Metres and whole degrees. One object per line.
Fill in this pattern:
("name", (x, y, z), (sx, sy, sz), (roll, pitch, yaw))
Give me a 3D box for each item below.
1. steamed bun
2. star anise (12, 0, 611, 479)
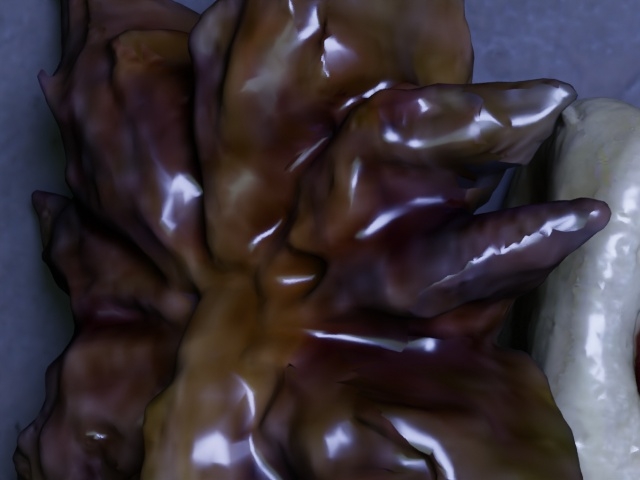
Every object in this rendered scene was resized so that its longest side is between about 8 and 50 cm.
("steamed bun", (0.138, 0.045, 0.587), (0.155, 0.141, 0.172), (8, 92, -5))
("star anise", (-0.018, 0.034, 0.543), (0.109, 0.292, 0.349), (4, 97, -36))
